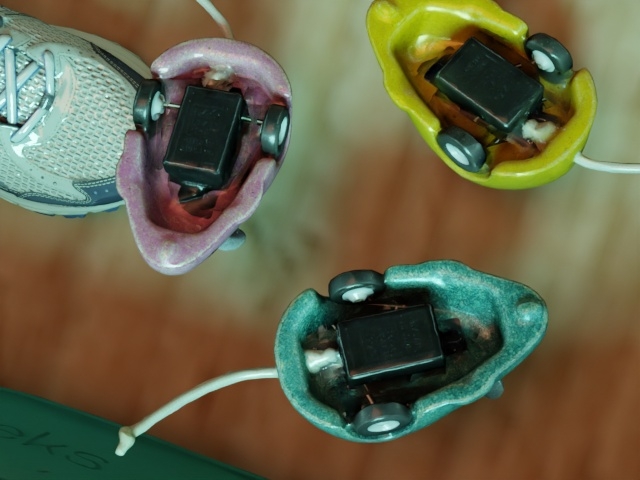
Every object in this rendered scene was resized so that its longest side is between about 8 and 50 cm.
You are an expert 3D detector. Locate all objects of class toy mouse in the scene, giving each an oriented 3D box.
[{"bbox_3d":[0.000,0.000,0.431,0.161,0.031,0.143,33,74,17],"label":"toy mouse"}]

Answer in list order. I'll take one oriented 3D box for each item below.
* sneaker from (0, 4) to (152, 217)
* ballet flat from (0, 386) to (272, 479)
[{"bbox_3d":[-0.101,-0.046,0.471,0.135,0.058,0.052,24,91,17],"label":"sneaker"},{"bbox_3d":[0.017,0.119,0.398,0.342,0.116,0.124,9,101,19],"label":"ballet flat"}]
